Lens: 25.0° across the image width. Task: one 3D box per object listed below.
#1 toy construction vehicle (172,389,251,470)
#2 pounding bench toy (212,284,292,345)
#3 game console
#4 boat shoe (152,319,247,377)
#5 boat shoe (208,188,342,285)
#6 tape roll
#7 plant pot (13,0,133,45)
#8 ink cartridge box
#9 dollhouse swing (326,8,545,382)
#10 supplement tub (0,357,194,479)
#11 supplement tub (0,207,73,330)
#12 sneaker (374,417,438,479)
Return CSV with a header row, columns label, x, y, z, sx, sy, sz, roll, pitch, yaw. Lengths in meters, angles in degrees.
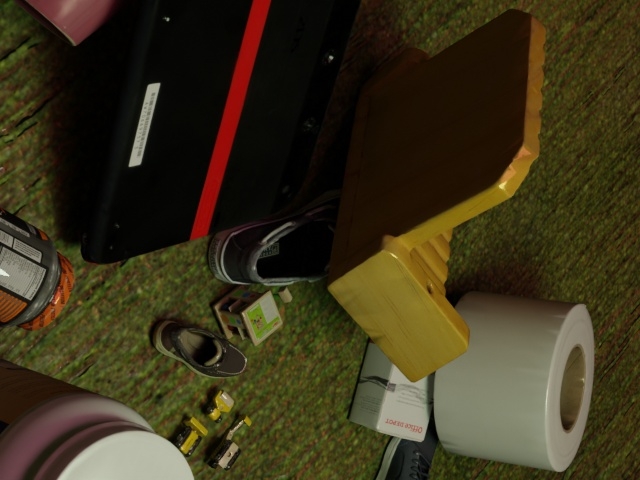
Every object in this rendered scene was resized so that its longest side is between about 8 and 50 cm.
label,x,y,z,sx,sy,sz,roll,pitch,yaw
toy construction vehicle,-0.138,0.245,1.836,0.086,0.035,0.098,46,63,-27
pounding bench toy,-0.084,0.085,1.831,0.083,0.065,0.052,-39,122,-33
game console,-0.110,-0.166,1.652,0.342,0.060,0.386,-17,135,-43
boat shoe,-0.142,0.141,1.796,0.152,0.049,0.056,24,81,-44
boat shoe,0.000,0.000,1.870,0.301,0.102,0.108,-11,105,-42
tape roll,0.285,0.202,2.090,0.246,0.169,0.246,-27,120,-60
plant pot,-0.251,-0.313,1.517,0.180,0.201,0.201,-51,130,-5
ink cartridge box,0.111,0.200,2.044,0.109,0.063,0.150,21,83,-45
dollhouse swing,0.198,-0.063,1.828,0.315,0.305,0.346,49,37,-38
supplement tub,-0.298,0.252,1.478,0.228,0.316,0.228,-10,104,-43
supplement tub,-0.359,0.018,1.515,0.190,0.117,0.117,35,74,-43
sneaker,0.150,0.361,2.046,0.086,0.163,0.226,46,65,-37
